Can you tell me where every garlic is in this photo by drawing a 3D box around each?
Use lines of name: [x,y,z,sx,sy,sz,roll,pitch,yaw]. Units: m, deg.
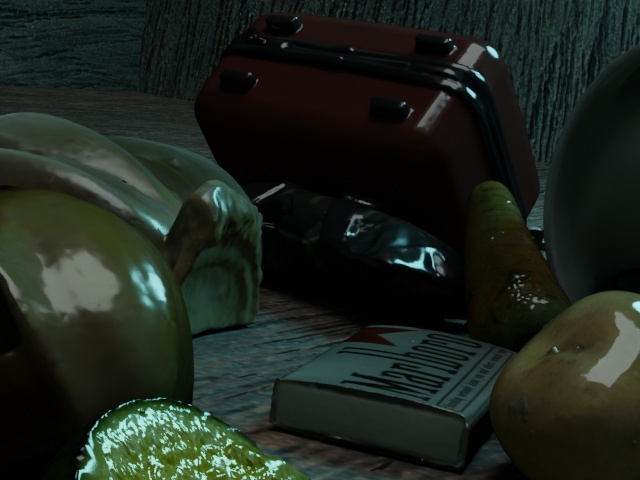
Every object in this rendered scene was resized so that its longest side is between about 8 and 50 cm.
garlic: [-0.172,-0.018,1.005,0.325,0.132,0.279,18,5,29]

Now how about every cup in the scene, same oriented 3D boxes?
cup: [0.327,0.003,1.033,0.274,0.259,0.356,2,-21,-37]

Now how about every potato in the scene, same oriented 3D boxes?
potato: [0.153,0.083,0.699,0.112,0.112,0.147,12,16,24]

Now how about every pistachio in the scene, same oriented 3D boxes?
pistachio: [-0.127,0.044,0.643,0.130,0.165,0.210,-30,23,4]

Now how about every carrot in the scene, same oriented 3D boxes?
carrot: [0.138,0.011,1.005,0.078,0.078,0.298,7,25,-3]

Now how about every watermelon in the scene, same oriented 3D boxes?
watermelon: [-0.074,0.118,0.511,0.092,0.075,0.181,54,22,7]

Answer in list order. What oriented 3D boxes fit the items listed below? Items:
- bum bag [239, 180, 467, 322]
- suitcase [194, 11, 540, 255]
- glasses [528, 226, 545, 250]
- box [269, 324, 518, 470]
bum bag: [0.000,0.000,1.132,0.340,0.095,0.144,17,-3,43]
suitcase: [0.046,-0.087,1.248,0.297,0.161,0.236,13,-34,35]
glasses: [0.255,-0.042,1.179,0.162,0.255,0.095,11,32,-33]
box: [0.053,0.089,0.793,0.115,0.036,0.177,10,10,17]
